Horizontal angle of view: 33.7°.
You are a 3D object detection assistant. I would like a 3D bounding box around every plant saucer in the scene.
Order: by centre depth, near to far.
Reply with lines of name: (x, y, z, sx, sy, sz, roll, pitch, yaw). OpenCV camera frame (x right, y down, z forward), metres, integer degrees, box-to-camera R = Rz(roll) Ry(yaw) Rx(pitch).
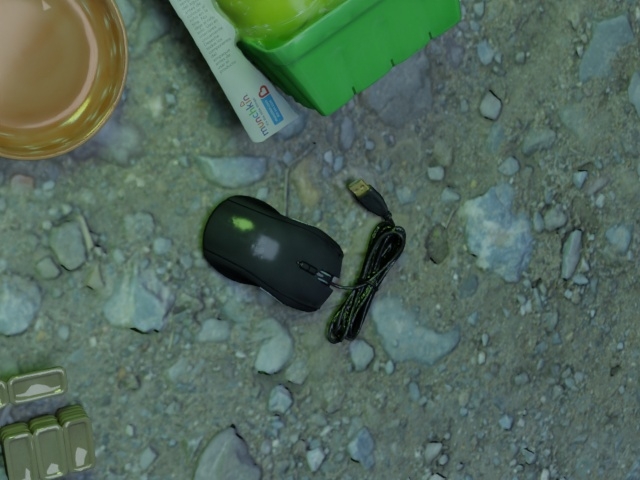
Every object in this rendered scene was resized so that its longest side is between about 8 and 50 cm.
plant saucer: (-0.279, -0.176, 0.995, 0.200, 0.037, 0.200, -8, 104, -34)

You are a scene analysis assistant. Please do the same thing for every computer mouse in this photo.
computer mouse: (0.000, 0.000, 1.213, 0.262, 0.060, 0.184, 35, 81, -35)

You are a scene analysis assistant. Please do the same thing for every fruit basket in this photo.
fruit basket: (-0.021, -0.323, 1.055, 0.327, 0.165, 0.353, -37, 117, -9)

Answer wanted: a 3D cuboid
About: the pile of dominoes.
pile of dominoes: (-0.351, 0.233, 1.050, 0.251, 0.040, 0.196, -11, 107, -24)
